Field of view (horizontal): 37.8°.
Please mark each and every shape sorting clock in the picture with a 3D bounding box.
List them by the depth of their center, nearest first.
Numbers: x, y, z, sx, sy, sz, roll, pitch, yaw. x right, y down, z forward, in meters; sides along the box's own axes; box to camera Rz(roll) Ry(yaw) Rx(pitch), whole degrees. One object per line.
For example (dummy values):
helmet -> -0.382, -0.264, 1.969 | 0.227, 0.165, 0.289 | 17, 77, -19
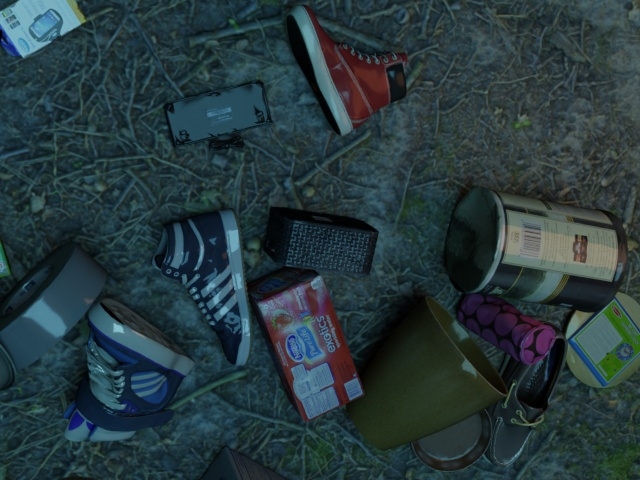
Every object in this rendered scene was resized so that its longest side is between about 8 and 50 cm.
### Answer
shape sorting clock -> 0.598, 0.207, 1.959 | 0.206, 0.040, 0.206 | -3, 101, -15

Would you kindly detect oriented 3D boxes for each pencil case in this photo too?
pencil case -> 0.356, 0.160, 1.780 | 0.098, 0.209, 0.095 | 7, 107, -30

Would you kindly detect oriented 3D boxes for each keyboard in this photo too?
keyboard -> -0.173, -0.206, 1.623 | 0.180, 0.023, 0.108 | -16, 101, -13

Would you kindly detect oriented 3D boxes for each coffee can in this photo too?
coffee can -> 0.403, 0.019, 1.765 | 0.275, 0.201, 0.202 | 10, 100, -19

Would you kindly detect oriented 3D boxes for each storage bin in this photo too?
storage bin -> 0.000, 0.000, 1.674 | 0.180, 0.122, 0.084 | 9, 101, -19

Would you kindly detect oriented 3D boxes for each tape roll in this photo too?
tape roll -> -0.447, 0.104, 1.506 | 0.219, 0.219, 0.072 | -44, 110, -3

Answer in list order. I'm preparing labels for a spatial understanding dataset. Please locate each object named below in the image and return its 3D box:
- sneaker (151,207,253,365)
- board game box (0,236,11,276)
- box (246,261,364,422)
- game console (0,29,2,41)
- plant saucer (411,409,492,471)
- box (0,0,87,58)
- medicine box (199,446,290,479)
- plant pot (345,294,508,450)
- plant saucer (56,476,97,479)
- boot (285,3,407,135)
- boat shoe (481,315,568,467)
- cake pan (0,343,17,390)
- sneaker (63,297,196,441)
sneaker -> -0.208, 0.092, 1.641 | 0.153, 0.099, 0.282 | -9, 99, -20
board game box -> -0.578, -0.020, 1.527 | 0.092, 0.043, 0.181 | -16, 108, -13
box -> -0.030, 0.181, 1.708 | 0.128, 0.122, 0.257 | -24, 109, -11
game console -> -0.684, -0.348, 1.406 | 0.361, 0.044, 0.213 | 40, 95, -22
plant saucer -> 0.262, 0.385, 1.892 | 0.168, 0.029, 0.169 | -2, 104, -7
box -> -0.453, -0.352, 1.495 | 0.136, 0.028, 0.081 | -32, 110, -5
medicine box -> -0.077, 0.550, 1.709 | 0.289, 0.263, 0.149 | 34, 92, -21
plant pot -> 0.181, 0.275, 1.761 | 0.254, 0.237, 0.237 | -42, 112, 10
plant saucer -> -0.453, 0.530, 1.708 | 0.198, 0.036, 0.199 | -5, 105, -17
boot -> 0.054, -0.328, 1.633 | 0.176, 0.088, 0.244 | -33, 119, -8
boat shoe -> 0.412, 0.319, 1.897 | 0.116, 0.096, 0.325 | 16, 98, -20
cake pan -> -0.612, 0.164, 1.444 | 0.293, 0.293, 0.054 | 43, 50, -22
sneaker -> -0.349, 0.242, 1.548 | 0.130, 0.323, 0.236 | 40, 84, 23
